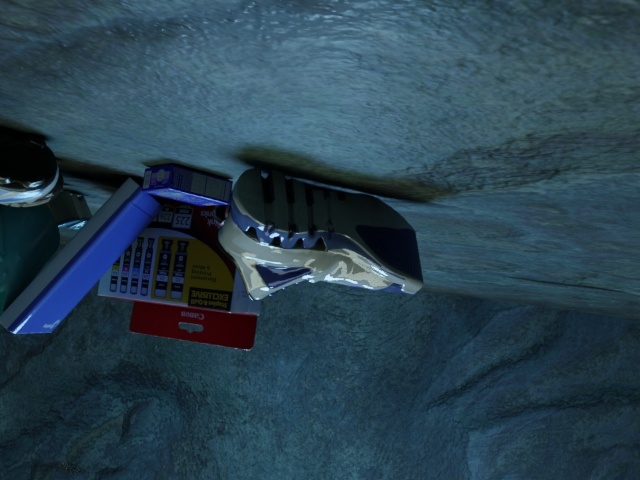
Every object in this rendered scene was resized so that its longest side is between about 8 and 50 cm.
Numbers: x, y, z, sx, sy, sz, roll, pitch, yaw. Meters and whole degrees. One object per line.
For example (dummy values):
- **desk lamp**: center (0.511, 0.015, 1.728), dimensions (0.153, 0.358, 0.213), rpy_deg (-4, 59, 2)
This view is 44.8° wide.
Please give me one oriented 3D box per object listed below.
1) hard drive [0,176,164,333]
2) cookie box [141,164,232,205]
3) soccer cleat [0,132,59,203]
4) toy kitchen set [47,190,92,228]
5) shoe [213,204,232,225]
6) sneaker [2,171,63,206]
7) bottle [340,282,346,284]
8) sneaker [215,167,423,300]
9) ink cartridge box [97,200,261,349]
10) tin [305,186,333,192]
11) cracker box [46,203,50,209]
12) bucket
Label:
- **hard drive**: center (-0.416, 0.033, 1.388), dimensions (0.040, 0.319, 0.210), rpy_deg (41, 174, 3)
- **cookie box**: center (-0.204, -0.083, 1.190), dimensions (0.107, 0.040, 0.092), rpy_deg (14, 171, -38)
- **soccer cleat**: center (-0.532, -0.102, 1.054), dimensions (0.331, 0.116, 0.143), rpy_deg (10, 159, -28)
- **toy kitchen set**: center (-0.579, -0.006, 1.591), dimensions (0.207, 0.122, 0.166), rpy_deg (-21, 180, -3)
- **shoe**: center (-0.119, -0.043, 1.327), dimensions (0.081, 0.063, 0.178), rpy_deg (6, 180, -29)
- **sneaker**: center (-0.520, -0.111, 1.187), dimensions (0.228, 0.086, 0.132), rpy_deg (10, 171, -6)
- **bottle**: center (0.076, 0.067, 1.916), dimensions (0.283, 0.092, 0.118), rpy_deg (12, 174, -27)
- **sneaker**: center (-0.019, 0.012, 1.142), dimensions (0.315, 0.127, 0.182), rpy_deg (19, 140, -25)
- **ink cartridge box**: center (-0.272, 0.065, 1.542), dimensions (0.309, 0.272, 0.130), rpy_deg (4, 173, 23)
- **tin**: center (-0.012, -0.056, 1.208), dimensions (0.189, 0.040, 0.106), rpy_deg (11, 169, -18)
- **cracker box**: center (-0.723, -0.075, 1.839), dimensions (0.155, 0.067, 0.232), rpy_deg (12, 173, -28)
- **bucket**: center (-0.611, -0.002, 1.356), dimensions (0.281, 0.183, 0.281), rpy_deg (16, 137, 16)
